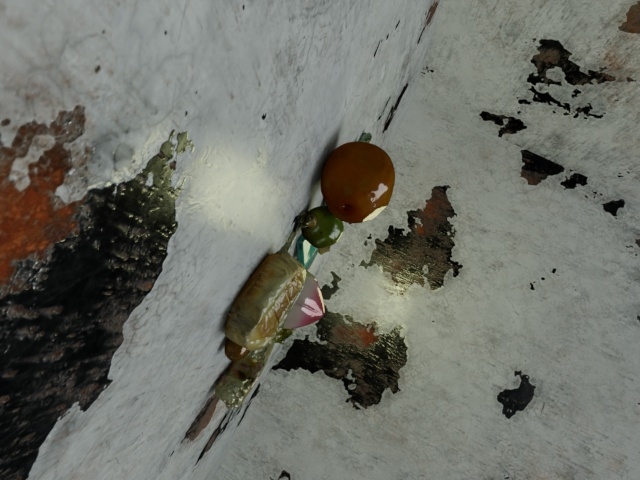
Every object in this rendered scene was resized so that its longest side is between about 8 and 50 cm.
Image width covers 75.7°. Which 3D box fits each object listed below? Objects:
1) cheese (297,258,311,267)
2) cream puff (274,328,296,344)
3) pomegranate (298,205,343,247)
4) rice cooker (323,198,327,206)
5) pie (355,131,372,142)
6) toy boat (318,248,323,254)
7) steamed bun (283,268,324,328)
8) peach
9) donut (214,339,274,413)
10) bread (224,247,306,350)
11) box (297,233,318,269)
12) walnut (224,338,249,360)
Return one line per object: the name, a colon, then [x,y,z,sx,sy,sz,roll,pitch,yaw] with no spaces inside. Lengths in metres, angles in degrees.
cheese: [-0.079,0.119,2.340,0.189,0.074,0.286,-60,171,-15]
cream puff: [-0.207,0.419,2.118,0.282,0.185,0.282,-58,168,-21]
pomegranate: [-0.003,-0.055,1.857,0.246,0.198,0.199,-27,144,-64]
rice cooker: [0.152,-0.219,2.164,0.241,0.226,0.281,-60,172,-19]
pie: [0.200,-0.454,2.295,0.303,0.066,0.302,-63,173,-14]
toy boat: [0.000,0.000,2.345,0.089,0.116,0.310,-20,165,0]
steamed bun: [-0.111,0.270,1.867,0.310,0.309,0.309,-61,172,-15]
peach: [0.150,-0.239,1.742,0.302,0.342,0.343,-55,170,-29]
donut: [-0.331,0.551,1.858,0.372,0.150,0.307,-64,173,9]
bread: [-0.210,0.225,1.553,0.389,0.183,0.236,-52,148,-30]
box: [-0.062,0.033,2.113,0.162,0.041,0.229,-55,155,-39]
walnut: [-0.313,0.392,1.642,0.207,0.115,0.116,-65,177,-52]
